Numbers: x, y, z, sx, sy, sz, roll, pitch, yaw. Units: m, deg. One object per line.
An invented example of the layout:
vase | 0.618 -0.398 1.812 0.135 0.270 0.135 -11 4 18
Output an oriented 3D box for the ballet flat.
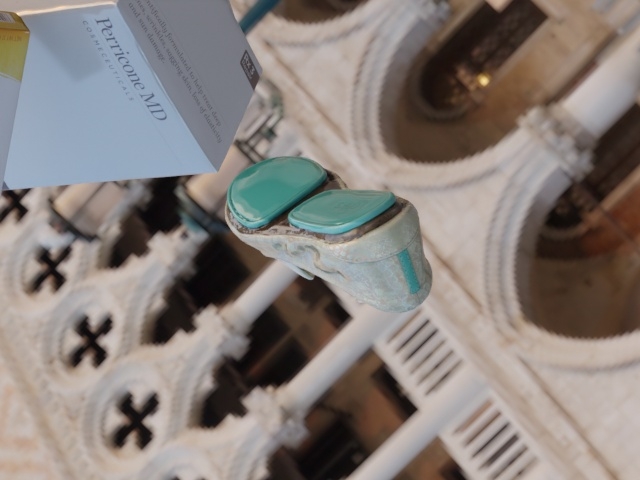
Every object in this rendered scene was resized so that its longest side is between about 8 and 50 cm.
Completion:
ballet flat | 0.000 0.000 0.641 0.052 0.057 0.168 63 167 -19

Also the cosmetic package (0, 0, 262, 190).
cosmetic package | -0.276 -0.174 1.359 0.217 0.385 0.156 59 -140 -39

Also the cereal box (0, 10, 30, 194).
cereal box | -0.350 -0.081 1.185 0.173 0.240 0.047 -1 -150 -30
